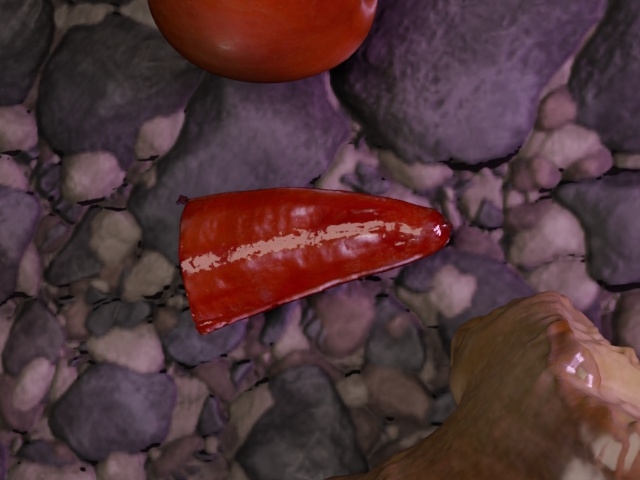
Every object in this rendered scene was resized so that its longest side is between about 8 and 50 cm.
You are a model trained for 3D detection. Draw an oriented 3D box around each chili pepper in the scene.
[{"bbox_3d":[-0.001,0.004,0.937,0.168,0.065,0.088,-10,79,22],"label":"chili pepper"}]

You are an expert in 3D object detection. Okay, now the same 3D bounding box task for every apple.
[{"bbox_3d":[-0.032,-0.173,0.924,0.139,0.163,0.163,10,87,17],"label":"apple"}]

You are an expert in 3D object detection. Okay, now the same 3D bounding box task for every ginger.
[{"bbox_3d":[0.090,0.143,0.837,0.275,0.130,0.221,-19,64,25],"label":"ginger"}]
